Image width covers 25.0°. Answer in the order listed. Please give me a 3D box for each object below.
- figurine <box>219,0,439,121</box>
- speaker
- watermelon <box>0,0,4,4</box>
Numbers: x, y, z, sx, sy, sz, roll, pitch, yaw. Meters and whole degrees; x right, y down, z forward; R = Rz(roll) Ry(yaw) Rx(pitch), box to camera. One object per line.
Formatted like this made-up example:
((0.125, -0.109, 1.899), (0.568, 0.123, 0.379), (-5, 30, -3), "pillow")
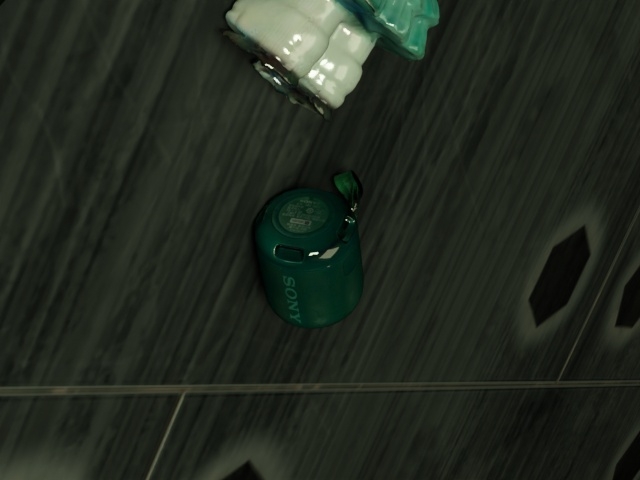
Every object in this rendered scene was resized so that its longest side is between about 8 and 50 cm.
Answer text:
((0.050, -0.179, 0.726), (0.245, 0.110, 0.138), (-52, 140, -1), "figurine")
((0.005, 0.001, 0.848), (0.094, 0.060, 0.075), (-43, 146, -28), "speaker")
((-0.163, -0.122, 0.375), (0.214, 0.188, 0.188), (-33, 140, -48), "watermelon")
